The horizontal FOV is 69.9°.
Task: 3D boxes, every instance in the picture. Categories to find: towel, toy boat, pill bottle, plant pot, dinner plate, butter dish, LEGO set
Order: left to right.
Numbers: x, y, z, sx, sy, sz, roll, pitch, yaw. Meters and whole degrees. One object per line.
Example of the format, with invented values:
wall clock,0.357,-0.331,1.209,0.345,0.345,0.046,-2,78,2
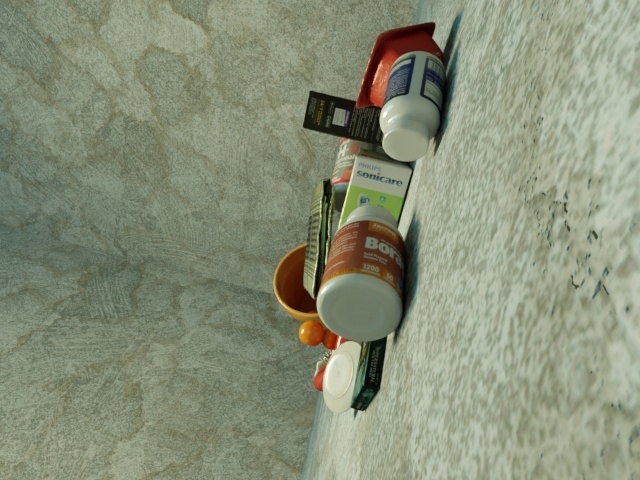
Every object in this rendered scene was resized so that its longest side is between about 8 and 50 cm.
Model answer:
towel,0.000,0.000,1.262,0.324,0.056,0.313,-177,92,-84
plant pot,0.010,0.172,1.524,0.204,0.290,0.291,73,-154,-50
toy boat,0.023,0.226,1.047,0.151,0.151,0.231,86,-162,-81
LEGO set,0.027,0.296,1.119,0.083,0.054,0.023,67,-170,14
dinner plate,0.041,0.268,0.910,0.141,0.017,0.141,-43,33,37
pill bottle,0.070,0.038,0.709,0.216,0.121,0.121,-74,-4,-53
pill bottle,0.137,-0.240,1.349,0.176,0.176,0.319,97,-173,-69
butter dish,0.166,-0.300,0.847,0.159,0.118,0.160,-27,-27,-31
pill bottle,0.145,-0.211,0.726,0.094,0.094,0.170,100,-175,-58

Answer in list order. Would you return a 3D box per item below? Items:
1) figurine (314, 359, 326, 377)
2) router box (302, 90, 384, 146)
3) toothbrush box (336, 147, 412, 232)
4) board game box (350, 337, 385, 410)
figurine,0.058,0.288,1.237,0.209,0.092,0.215,43,-120,-78
router box,0.100,-0.275,1.070,0.309,0.242,0.081,-70,-7,-75
toothbrush box,0.106,-0.050,1.033,0.206,0.122,0.284,-67,-9,-72
board game box,0.087,0.179,0.777,0.126,0.026,0.186,100,-176,-55
